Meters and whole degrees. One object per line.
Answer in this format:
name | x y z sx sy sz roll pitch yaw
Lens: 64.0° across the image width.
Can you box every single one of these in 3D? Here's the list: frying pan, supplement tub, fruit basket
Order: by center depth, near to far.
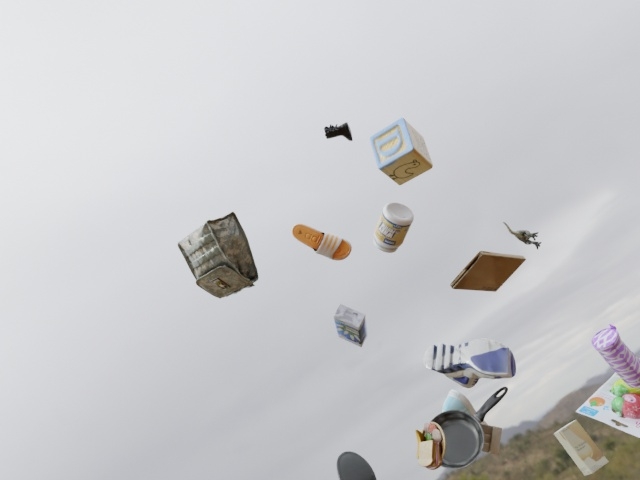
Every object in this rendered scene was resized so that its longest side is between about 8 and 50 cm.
frying pan | 0.472 0.603 1.697 0.326 0.197 0.053 -53 -49 -25
fruit basket | 1.186 0.579 1.883 0.353 0.327 0.166 -22 -75 -25
supplement tub | 0.327 -0.057 2.326 0.144 0.144 0.200 -14 -41 -33

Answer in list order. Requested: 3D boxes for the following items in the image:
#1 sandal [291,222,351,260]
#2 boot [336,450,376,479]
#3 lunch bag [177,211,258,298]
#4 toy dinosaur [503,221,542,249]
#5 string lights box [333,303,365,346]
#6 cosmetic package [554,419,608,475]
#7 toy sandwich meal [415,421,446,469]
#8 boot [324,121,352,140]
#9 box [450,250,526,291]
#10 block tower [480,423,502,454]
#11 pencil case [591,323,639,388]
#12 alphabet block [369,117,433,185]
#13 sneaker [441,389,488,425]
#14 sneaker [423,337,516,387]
sandal | -0.005 0.010 2.096 0.076 0.265 0.102 -25 -44 -78
boot | 0.092 0.691 1.287 0.091 0.263 0.229 -13 -36 -27
lunch bag | -0.379 0.076 1.945 0.235 0.287 0.169 -27 0 42
toy dinosaur | 0.877 -0.019 2.192 0.268 0.118 0.064 18 -82 -49
string lights box | 0.147 0.407 2.435 0.077 0.133 0.260 -59 -22 -25
cosmetic package | 0.648 0.515 1.274 0.060 0.115 0.041 -24 -28 -18
toy sandwich meal | 0.201 0.380 0.950 0.029 0.086 0.086 14 -49 -22
boot | 0.072 -0.426 2.046 0.099 0.045 0.121 -13 -21 12
box | 0.534 0.101 1.630 0.201 0.021 0.164 6 -48 -29
block tower | 0.556 0.701 1.841 0.097 0.091 0.335 11 -17 5
pencil case | 0.889 0.345 1.503 0.088 0.206 0.086 -46 15 4
alphabet block | 0.365 -0.399 2.314 0.192 0.194 0.197 -27 -32 30
sneaker | 0.669 0.862 2.396 0.150 0.366 0.135 -47 22 -22
sneaker | 0.546 0.440 1.816 0.315 0.128 0.182 -9 -36 40
